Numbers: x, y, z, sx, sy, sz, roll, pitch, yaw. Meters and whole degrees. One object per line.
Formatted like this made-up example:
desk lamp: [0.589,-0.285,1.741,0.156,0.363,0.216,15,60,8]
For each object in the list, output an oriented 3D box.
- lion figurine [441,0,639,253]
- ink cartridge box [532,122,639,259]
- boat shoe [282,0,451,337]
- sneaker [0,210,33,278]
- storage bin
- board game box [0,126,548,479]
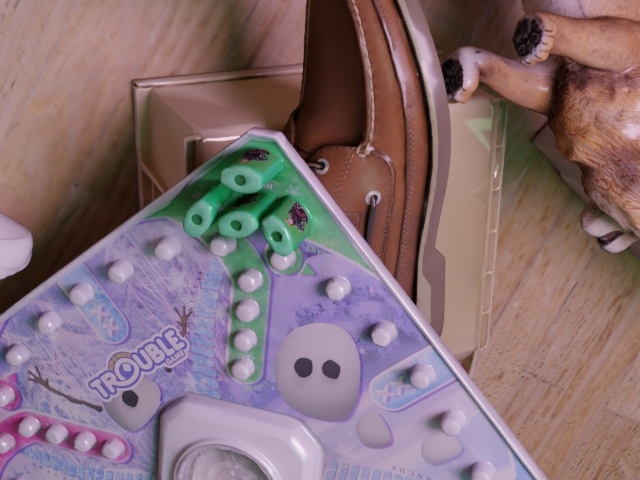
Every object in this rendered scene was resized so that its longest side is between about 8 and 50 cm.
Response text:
lion figurine: [0.183,-0.181,0.878,0.240,0.142,0.392,6,66,-36]
ink cartridge box: [0.371,-0.097,1.047,0.270,0.198,0.197,-48,124,2]
boat shoe: [0.019,-0.041,0.810,0.104,0.111,0.307,-18,118,-19]
sneaker: [-0.287,-0.053,0.820,0.232,0.090,0.115,29,95,-33]
storage bin: [0.000,0.000,0.959,0.262,0.123,0.260,-9,116,-22]
board game box: [-0.066,0.177,0.854,0.390,0.050,0.390,-33,100,28]
